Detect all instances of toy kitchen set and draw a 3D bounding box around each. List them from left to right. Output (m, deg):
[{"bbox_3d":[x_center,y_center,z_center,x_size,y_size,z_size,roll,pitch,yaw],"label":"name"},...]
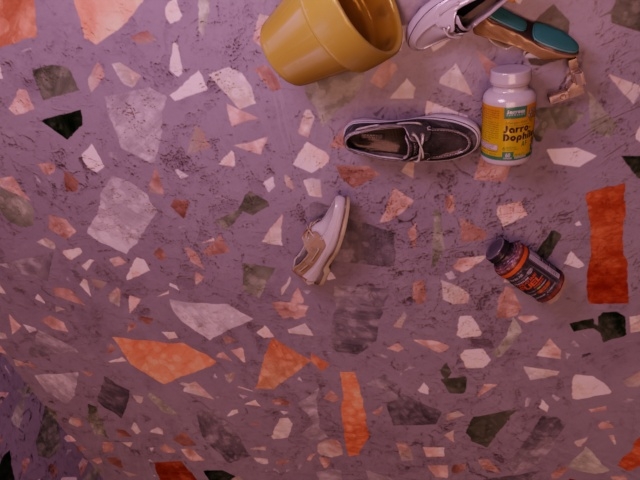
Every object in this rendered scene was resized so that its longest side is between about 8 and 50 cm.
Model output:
[{"bbox_3d":[0.540,-0.351,1.220,0.075,0.068,0.083,-17,116,21],"label":"toy kitchen set"}]

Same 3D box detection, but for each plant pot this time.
[{"bbox_3d":[0.007,-0.457,1.175,0.238,0.254,0.254,-20,116,38],"label":"plant pot"}]

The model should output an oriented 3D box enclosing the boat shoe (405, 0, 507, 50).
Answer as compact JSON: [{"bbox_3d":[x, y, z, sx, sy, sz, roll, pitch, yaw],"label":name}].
[{"bbox_3d":[0.283,-0.470,1.151,0.095,0.084,0.258,12,150,-35],"label":"boat shoe"}]

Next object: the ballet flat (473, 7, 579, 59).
[{"bbox_3d":[0.441,-0.440,1.196,0.232,0.080,0.073,25,151,-1],"label":"ballet flat"}]

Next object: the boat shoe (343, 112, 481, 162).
[{"bbox_3d":[0.216,-0.232,1.329,0.334,0.119,0.121,0,121,12],"label":"boat shoe"}]

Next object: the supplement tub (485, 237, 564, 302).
[{"bbox_3d":[0.536,0.073,1.459,0.197,0.106,0.106,32,122,-8],"label":"supplement tub"}]

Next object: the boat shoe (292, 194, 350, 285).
[{"bbox_3d":[0.000,0.000,1.521,0.103,0.113,0.303,16,124,-5],"label":"boat shoe"}]

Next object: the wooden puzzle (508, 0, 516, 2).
[{"bbox_3d":[0.422,-0.553,1.153,0.078,0.014,0.116,20,123,-1],"label":"wooden puzzle"}]

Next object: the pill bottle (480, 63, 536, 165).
[{"bbox_3d":[0.428,-0.286,1.254,0.117,0.118,0.209,0,121,12],"label":"pill bottle"}]
